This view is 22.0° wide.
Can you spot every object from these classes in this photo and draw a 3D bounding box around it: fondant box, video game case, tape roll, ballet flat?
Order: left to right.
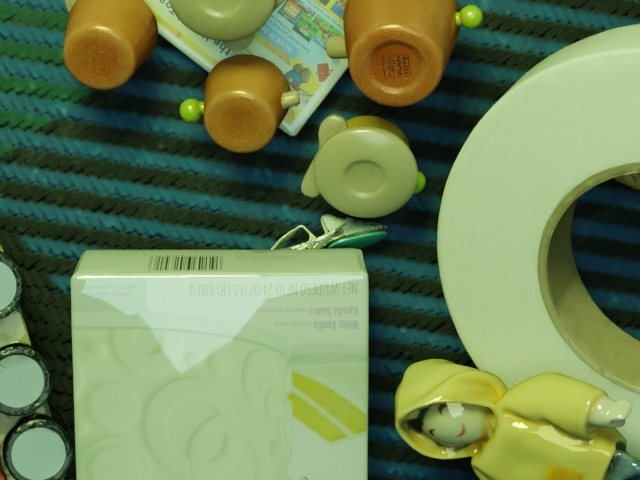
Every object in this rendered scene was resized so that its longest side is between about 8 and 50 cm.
[{"bbox_3d":[-0.080,0.175,1.369,0.238,0.096,0.330,-1,103,-3],"label":"fondant box"},{"bbox_3d":[-0.049,-0.237,1.386,0.227,0.026,0.206,38,92,-6],"label":"video game case"},{"bbox_3d":[0.000,0.000,1.404,0.114,0.041,0.041,-24,96,-1],"label":"ballet flat"},{"bbox_3d":[0.281,0.020,1.296,0.392,0.072,0.392,13,121,23],"label":"tape roll"}]

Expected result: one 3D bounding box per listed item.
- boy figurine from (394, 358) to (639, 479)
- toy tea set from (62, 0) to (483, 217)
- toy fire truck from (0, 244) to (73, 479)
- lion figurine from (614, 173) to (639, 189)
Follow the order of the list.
[{"bbox_3d":[0.192,0.177,1.328,0.285,0.092,0.177,31,134,7],"label":"boy figurine"},{"bbox_3d":[-0.041,-0.165,1.343,0.336,0.124,0.200,23,123,-8],"label":"toy tea set"},{"bbox_3d":[-0.348,0.126,1.359,0.246,0.158,0.217,-16,96,-11],"label":"toy fire truck"},{"bbox_3d":[0.430,-0.105,1.350,0.392,0.142,0.240,21,79,5],"label":"lion figurine"}]
